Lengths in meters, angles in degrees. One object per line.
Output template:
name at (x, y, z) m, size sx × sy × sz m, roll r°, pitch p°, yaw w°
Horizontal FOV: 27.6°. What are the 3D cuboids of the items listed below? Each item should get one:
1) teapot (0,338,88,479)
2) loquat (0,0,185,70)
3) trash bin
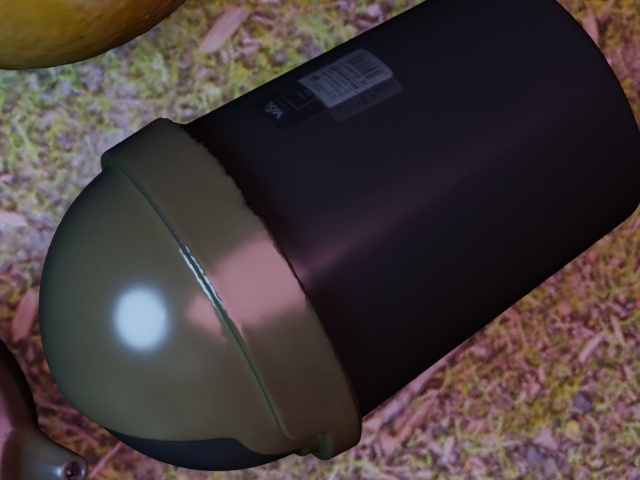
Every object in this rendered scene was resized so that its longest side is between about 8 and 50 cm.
teapot at (-0.262, 0.117, 0.709) m, size 0.268 × 0.175 × 0.185 m, roll 2°, pitch 87°, yaw -10°
loquat at (-0.167, -0.218, 0.680) m, size 0.263 × 0.263 × 0.263 m, roll 0°, pitch 90°, yaw -10°
trash bin at (0.000, 0.000, 0.740) m, size 0.334 × 0.214 × 0.214 m, roll -33°, pitch 95°, yaw -17°
